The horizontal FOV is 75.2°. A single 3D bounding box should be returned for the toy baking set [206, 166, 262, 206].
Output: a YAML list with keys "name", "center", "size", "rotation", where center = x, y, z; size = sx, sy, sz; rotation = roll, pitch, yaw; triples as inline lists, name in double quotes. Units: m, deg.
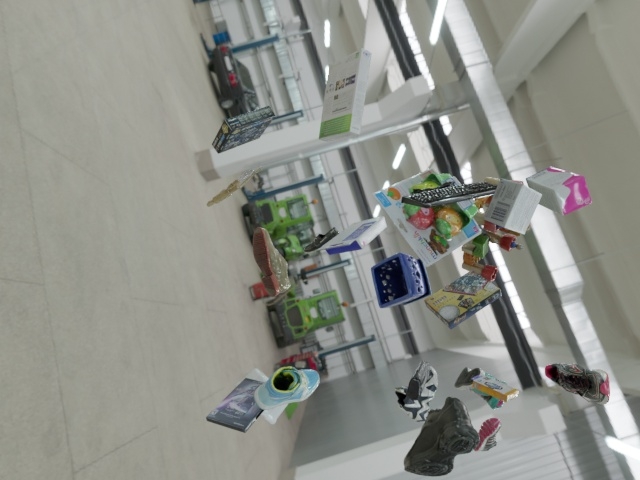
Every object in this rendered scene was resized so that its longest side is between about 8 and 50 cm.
- name: "toy baking set"
  center: [-0.357, -0.224, 1.687]
  size: [0.030, 0.256, 0.197]
  rotation: [53, 29, -22]

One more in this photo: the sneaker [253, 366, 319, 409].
- name: "sneaker"
  center: [-0.096, 0.580, 1.700]
  size: [0.127, 0.319, 0.208]
  rotation: [58, -46, 24]

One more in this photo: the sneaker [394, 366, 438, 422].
- name: "sneaker"
  center: [0.386, 0.611, 1.719]
  size: [0.235, 0.153, 0.094]
  rotation: [-64, -175, -25]

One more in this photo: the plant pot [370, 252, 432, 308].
- name: "plant pot"
  center: [0.427, 0.212, 2.142]
  size: [0.236, 0.212, 0.236]
  rotation: [-35, -123, 46]

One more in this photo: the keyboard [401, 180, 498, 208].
- name: "keyboard"
  center: [0.388, -0.150, 1.280]
  size: [0.201, 0.317, 0.033]
  rotation: [26, -57, 60]

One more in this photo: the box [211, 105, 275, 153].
- name: "box"
  center: [-0.302, -0.435, 1.631]
  size: [0.051, 0.220, 0.175]
  rotation: [57, -35, 1]

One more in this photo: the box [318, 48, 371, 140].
- name: "box"
  center: [0.093, -0.571, 1.668]
  size: [0.232, 0.058, 0.322]
  rotation: [10, -89, 58]

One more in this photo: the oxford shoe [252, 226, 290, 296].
- name: "oxford shoe"
  center: [-0.241, 0.096, 2.066]
  size: [0.123, 0.130, 0.348]
  rotation: [-4, -79, 50]

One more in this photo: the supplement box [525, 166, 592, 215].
- name: "supplement box"
  center: [0.877, -0.188, 1.540]
  size: [0.114, 0.111, 0.220]
  rotation: [62, 10, -15]

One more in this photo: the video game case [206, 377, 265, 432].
- name: "video game case"
  center: [-0.319, 0.688, 1.759]
  size: [0.274, 0.196, 0.026]
  rotation: [-37, 125, -57]

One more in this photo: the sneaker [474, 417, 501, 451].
- name: "sneaker"
  center: [0.692, 0.796, 1.696]
  size: [0.170, 0.074, 0.063]
  rotation: [-64, -158, 14]

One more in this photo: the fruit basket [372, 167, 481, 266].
- name: "fruit basket"
  center: [0.407, -0.106, 1.524]
  size: [0.327, 0.353, 0.165]
  rotation: [56, -39, 14]

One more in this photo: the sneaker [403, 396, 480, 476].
- name: "sneaker"
  center: [0.311, 0.524, 1.098]
  size: [0.130, 0.109, 0.286]
  rotation: [-87, -158, -53]

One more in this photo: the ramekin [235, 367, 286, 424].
- name: "ramekin"
  center: [-0.288, 0.777, 2.100]
  size: [0.277, 0.135, 0.277]
  rotation: [40, -16, 14]

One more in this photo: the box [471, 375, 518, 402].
- name: "box"
  center: [0.580, 0.495, 1.397]
  size: [0.136, 0.081, 0.028]
  rotation: [11, -82, 49]

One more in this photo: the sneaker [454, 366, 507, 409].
- name: "sneaker"
  center: [0.693, 0.625, 1.761]
  size: [0.178, 0.124, 0.295]
  rotation: [34, -13, 11]

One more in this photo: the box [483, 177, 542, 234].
- name: "box"
  center: [0.544, -0.095, 1.174]
  size: [0.072, 0.137, 0.126]
  rotation: [31, -75, 47]

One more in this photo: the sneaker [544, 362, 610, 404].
- name: "sneaker"
  center: [0.954, 0.526, 1.541]
  size: [0.299, 0.112, 0.121]
  rotation: [89, 8, -81]

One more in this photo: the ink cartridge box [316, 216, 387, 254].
- name: "ink cartridge box"
  center: [0.148, -0.011, 1.861]
  size: [0.371, 0.175, 0.069]
  rotation: [-32, 107, -53]

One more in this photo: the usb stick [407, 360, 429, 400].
- name: "usb stick"
  center: [0.330, 0.462, 1.382]
  size: [0.278, 0.045, 0.077]
  rotation: [13, 89, -70]

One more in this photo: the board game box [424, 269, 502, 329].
- name: "board game box"
  center: [0.558, 0.227, 1.637]
  size: [0.042, 0.243, 0.165]
  rotation: [63, -8, -31]

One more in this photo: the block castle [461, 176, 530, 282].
- name: "block castle"
  center: [0.806, -0.042, 1.899]
  size: [0.213, 0.303, 0.453]
  rotation: [24, -28, 34]

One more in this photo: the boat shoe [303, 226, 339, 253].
- name: "boat shoe"
  center: [0.000, 0.000, 2.265]
  size: [0.079, 0.233, 0.084]
  rotation: [55, 25, -17]
